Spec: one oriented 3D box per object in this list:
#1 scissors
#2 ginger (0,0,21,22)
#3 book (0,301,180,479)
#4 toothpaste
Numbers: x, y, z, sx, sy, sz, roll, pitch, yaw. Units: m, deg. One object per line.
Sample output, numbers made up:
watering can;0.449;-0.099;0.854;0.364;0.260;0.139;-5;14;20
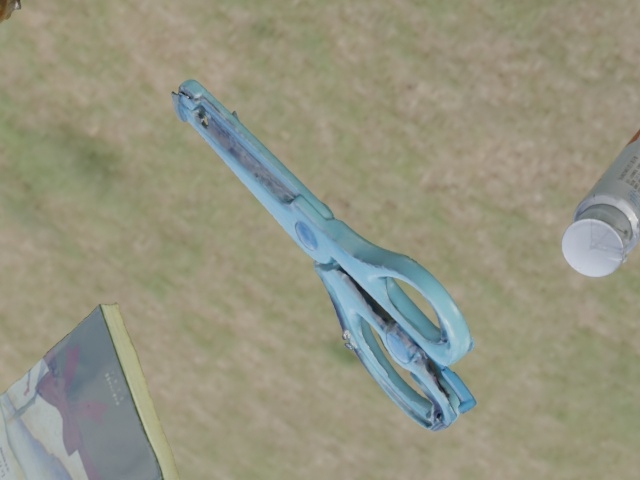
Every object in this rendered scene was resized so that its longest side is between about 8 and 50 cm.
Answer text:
scissors;0.000;0.000;1.405;0.393;0.032;0.180;47;151;21
ginger;-0.293;-0.165;1.197;0.073;0.103;0.162;44;-163;11
book;-0.251;0.214;1.522;0.289;0.201;0.026;-42;147;28
toothpaste;0.262;-0.040;1.400;0.057;0.234;0.089;15;119;20
